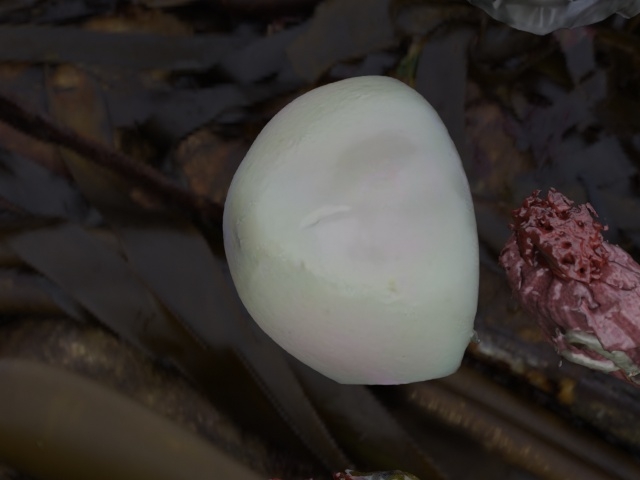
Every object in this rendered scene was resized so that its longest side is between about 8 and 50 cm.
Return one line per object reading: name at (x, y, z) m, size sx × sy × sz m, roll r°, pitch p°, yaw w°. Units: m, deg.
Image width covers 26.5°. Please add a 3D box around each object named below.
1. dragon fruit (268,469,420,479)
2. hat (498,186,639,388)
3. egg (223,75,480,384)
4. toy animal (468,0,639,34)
dragon fruit at (0.018, 0.339, 0.978) m, size 0.314 × 0.263 × 0.296 m, roll -23°, pitch 48°, yaw 33°
hat at (0.234, 0.063, 1.168) m, size 0.237 × 0.286 × 0.107 m, roll 25°, pitch 71°, yaw 44°
egg at (0.001, -0.017, 1.063) m, size 0.162 × 0.206 × 0.271 m, roll -11°, pitch 48°, yaw -24°
toy animal at (0.088, -0.260, 0.424) m, size 0.194 × 0.357 × 0.258 m, roll 36°, pitch 57°, yaw 29°
